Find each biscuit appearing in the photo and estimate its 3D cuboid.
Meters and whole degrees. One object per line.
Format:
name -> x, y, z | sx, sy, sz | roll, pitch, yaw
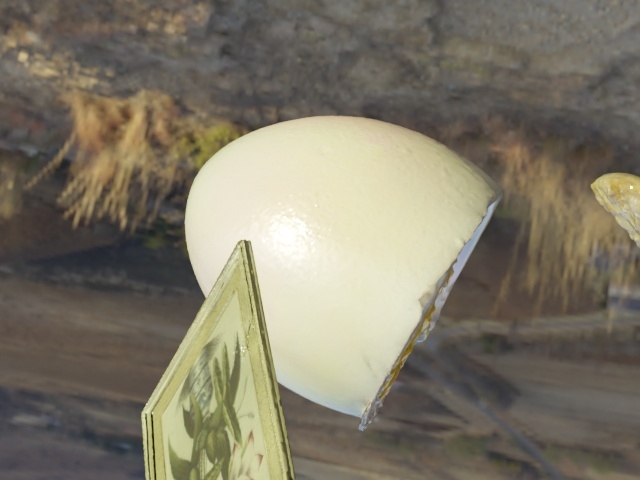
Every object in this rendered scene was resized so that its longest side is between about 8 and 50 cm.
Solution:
biscuit -> 0.346, 0.039, 0.984 | 0.290, 0.038, 0.141 | 51, 174, 10

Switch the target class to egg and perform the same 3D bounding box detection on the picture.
egg -> 0.000, 0.000, 1.419 | 0.339, 0.354, 0.354 | 31, 166, 8

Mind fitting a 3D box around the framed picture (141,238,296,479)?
framed picture -> -0.066, 0.132, 0.695 | 0.010, 0.231, 0.173 | 17, 122, -24
